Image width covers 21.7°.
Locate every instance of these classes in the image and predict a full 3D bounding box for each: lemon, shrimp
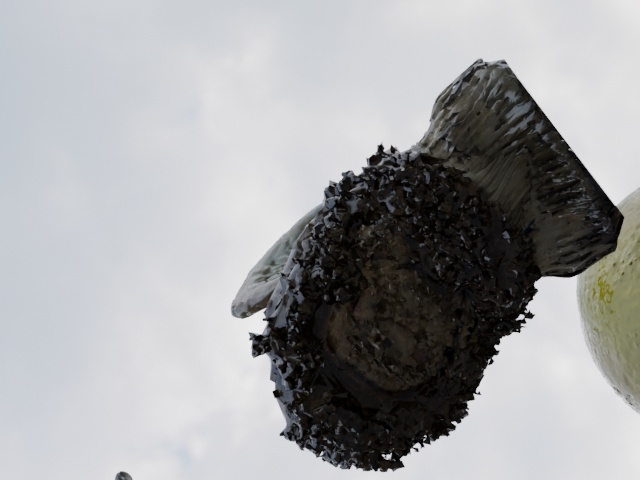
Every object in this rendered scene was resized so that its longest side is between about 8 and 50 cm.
[{"bbox_3d":[0.342,0.060,1.451,0.236,0.263,0.236,-1,-87,-20],"label":"lemon"},{"bbox_3d":[0.000,0.000,1.558,0.047,0.223,0.126,47,-168,-8],"label":"shrimp"}]

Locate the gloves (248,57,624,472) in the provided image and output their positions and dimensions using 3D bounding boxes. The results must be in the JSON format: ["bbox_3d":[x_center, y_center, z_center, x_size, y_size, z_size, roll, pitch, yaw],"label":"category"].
[{"bbox_3d":[0.077,0.028,1.219,0.312,0.135,0.210,-39,-58,-12],"label":"gloves"}]

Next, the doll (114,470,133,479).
[{"bbox_3d":[-0.157,0.222,1.195,0.057,0.114,0.039,28,-169,5],"label":"doll"}]
